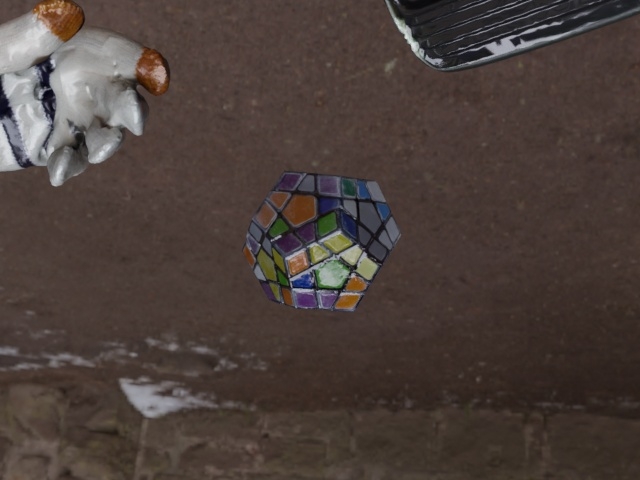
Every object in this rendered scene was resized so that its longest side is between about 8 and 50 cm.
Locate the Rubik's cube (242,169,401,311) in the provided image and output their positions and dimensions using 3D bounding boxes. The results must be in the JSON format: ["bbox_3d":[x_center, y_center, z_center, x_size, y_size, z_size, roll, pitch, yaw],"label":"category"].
[{"bbox_3d":[0.000,0.000,0.574,0.111,0.111,0.093,24,144,-38],"label":"Rubik's cube"}]

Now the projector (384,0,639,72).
[{"bbox_3d":[0.144,-0.394,0.603,0.242,0.405,0.395,-11,125,36],"label":"projector"}]

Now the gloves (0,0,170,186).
[{"bbox_3d":[-0.221,-0.120,0.685,0.219,0.140,0.131,-10,-169,10],"label":"gloves"}]
